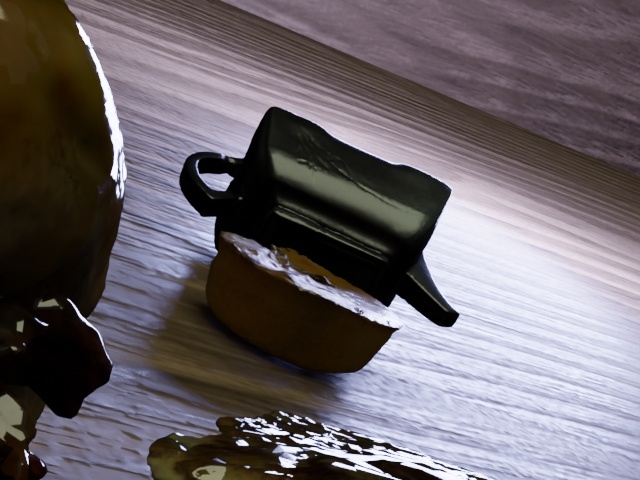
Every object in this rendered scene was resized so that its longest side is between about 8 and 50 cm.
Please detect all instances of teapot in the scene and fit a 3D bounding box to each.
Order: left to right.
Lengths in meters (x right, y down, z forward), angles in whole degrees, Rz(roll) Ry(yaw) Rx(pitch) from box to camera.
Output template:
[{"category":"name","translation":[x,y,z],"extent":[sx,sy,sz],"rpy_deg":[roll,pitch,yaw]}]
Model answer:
[{"category":"teapot","translation":[0.000,0.000,1.010],"extent":[0.177,0.087,0.096],"rpy_deg":[25,33,-6]}]

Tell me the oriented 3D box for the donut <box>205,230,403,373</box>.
[{"category":"donut","translation":[-0.009,0.035,0.900],"extent":[0.097,0.043,0.108],"rpy_deg":[34,12,38]}]

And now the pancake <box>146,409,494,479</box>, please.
[{"category":"pancake","translation":[0.053,0.110,0.633],"extent":[0.266,0.057,0.244],"rpy_deg":[15,-2,-21]}]

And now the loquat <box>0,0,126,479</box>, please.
[{"category":"loquat","translation":[-0.143,-0.012,0.401],"extent":[0.234,0.187,0.176],"rpy_deg":[33,11,27]}]
